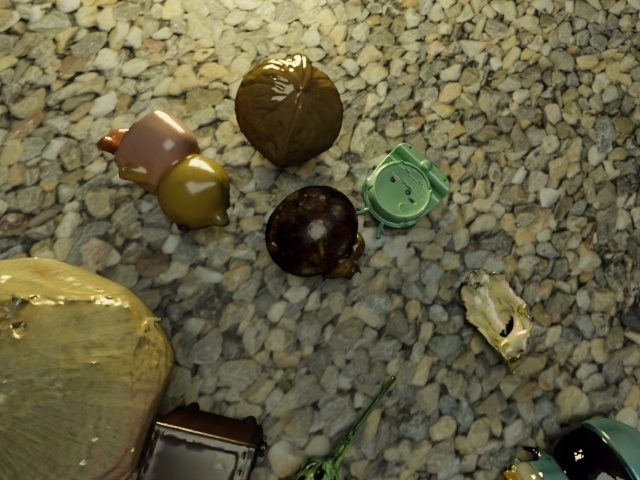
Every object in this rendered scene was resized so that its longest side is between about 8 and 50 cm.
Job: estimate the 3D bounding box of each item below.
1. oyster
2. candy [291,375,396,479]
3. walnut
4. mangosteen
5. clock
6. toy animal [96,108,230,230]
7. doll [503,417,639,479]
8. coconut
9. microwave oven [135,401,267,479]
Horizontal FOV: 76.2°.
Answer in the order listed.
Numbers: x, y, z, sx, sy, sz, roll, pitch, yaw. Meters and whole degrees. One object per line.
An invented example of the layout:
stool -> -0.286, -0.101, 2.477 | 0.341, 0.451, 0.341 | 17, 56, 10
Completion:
oyster -> 0.382, 0.161, 0.879 | 0.133, 0.072, 0.209 | -33, 64, -7
candy -> 0.061, 0.384, 0.780 | 0.091, 0.083, 0.305 | 27, 62, 37
walnut -> -0.063, -0.262, 0.830 | 0.228, 0.228, 0.227 | 2, 77, -7
mangosteen -> 0.000, 0.000, 0.815 | 0.192, 0.192, 0.217 | -48, 119, -15
clock -> 0.171, -0.100, 0.905 | 0.159, 0.066, 0.211 | 43, 76, 4
toy animal -> -0.277, -0.130, 0.803 | 0.281, 0.169, 0.195 | 52, 41, 3
doll -> 0.526, 0.454, 0.792 | 0.315, 0.141, 0.177 | -18, 50, 1
coconut -> -0.428, 0.212, 0.599 | 0.406, 0.404, 0.403 | 2, 77, -7
microwave oven -> -0.201, 0.422, 0.676 | 0.188, 0.178, 0.247 | 14, 76, -4
